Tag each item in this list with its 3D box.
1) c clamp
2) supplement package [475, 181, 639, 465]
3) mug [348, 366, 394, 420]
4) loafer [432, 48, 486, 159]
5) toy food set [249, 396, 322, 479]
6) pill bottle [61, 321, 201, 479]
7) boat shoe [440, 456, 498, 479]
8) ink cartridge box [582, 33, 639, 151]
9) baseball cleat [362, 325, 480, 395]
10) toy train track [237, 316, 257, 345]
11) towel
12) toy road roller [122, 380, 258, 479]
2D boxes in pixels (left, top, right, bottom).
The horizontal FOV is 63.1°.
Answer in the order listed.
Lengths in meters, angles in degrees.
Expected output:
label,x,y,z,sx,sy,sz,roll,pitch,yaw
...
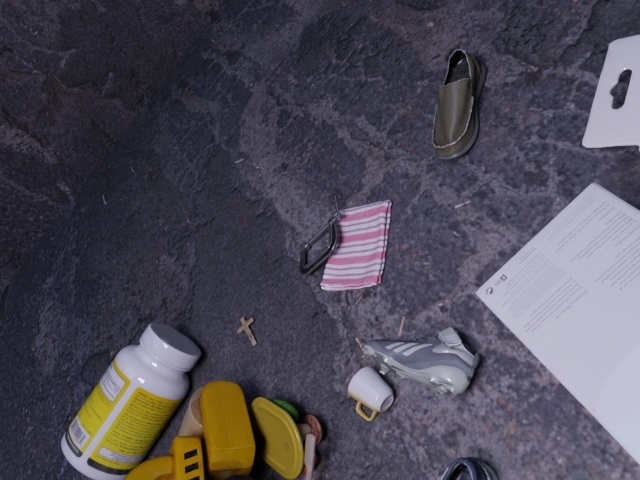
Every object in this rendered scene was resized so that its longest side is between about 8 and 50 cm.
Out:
label,x,y,z,sx,sy,sz,roll,pitch,yaw
c clamp,0.000,0.000,1.151,0.161,0.022,0.137,-46,35,31
supplement package,0.370,0.111,0.610,0.199,0.198,0.263,-46,41,10
mug,0.092,0.265,0.896,0.062,0.078,0.064,-34,44,-25
loafer,0.266,-0.278,1.049,0.094,0.087,0.251,-6,60,41
toy food set,-0.049,0.360,0.958,0.217,0.071,0.128,11,104,52
pill bottle,-0.430,0.368,1.219,0.334,0.188,0.188,-56,41,-1
boat shoe,0.164,0.417,0.699,0.095,0.079,0.255,20,79,48
ink cartridge box,0.560,-0.180,0.679,0.353,0.119,0.207,8,71,45
baseball cleat,0.169,0.187,0.868,0.205,0.072,0.109,14,59,45
toy train track,-0.163,0.210,1.200,0.048,0.014,0.083,-42,48,5
towel,0.075,0.008,1.091,0.144,0.029,0.197,-11,58,39
toy road roller,-0.247,0.425,0.929,0.203,0.240,0.330,-65,29,31
